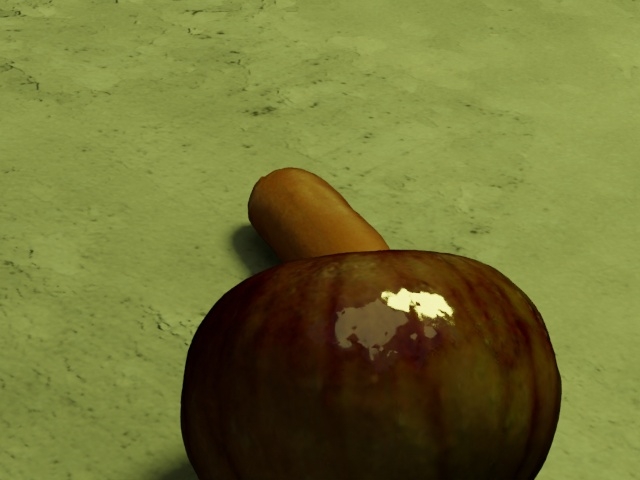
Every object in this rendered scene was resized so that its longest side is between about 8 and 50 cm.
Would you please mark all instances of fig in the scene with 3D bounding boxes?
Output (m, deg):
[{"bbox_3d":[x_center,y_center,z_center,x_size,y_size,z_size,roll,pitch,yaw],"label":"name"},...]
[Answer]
[{"bbox_3d":[0.029,0.102,0.764,0.235,0.214,0.235,-18,13,5],"label":"fig"}]

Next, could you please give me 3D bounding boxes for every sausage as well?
[{"bbox_3d":[0.000,0.000,1.032,0.076,0.076,0.197,-10,33,-24],"label":"sausage"}]
